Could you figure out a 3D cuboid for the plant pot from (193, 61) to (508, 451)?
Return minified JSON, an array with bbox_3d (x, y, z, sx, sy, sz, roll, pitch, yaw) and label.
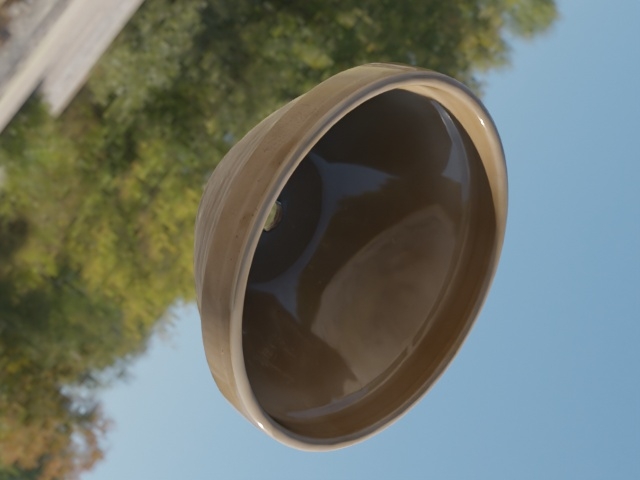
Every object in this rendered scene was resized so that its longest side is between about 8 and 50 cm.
[{"bbox_3d":[0.000,0.000,0.855,0.109,0.237,0.237,24,-108,39],"label":"plant pot"}]
